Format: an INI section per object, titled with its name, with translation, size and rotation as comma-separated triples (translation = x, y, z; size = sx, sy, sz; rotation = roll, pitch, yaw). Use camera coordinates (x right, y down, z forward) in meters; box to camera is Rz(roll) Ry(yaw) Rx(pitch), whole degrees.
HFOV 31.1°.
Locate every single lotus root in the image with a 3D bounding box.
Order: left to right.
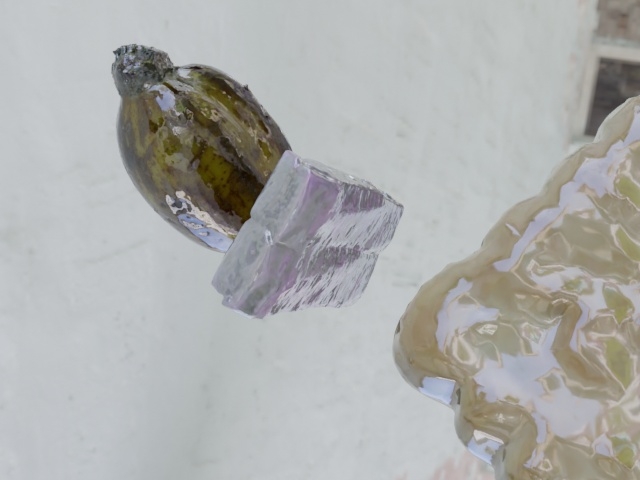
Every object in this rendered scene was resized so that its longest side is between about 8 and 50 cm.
[lotus root]
translation = -0.093, -0.067, 0.901
size = 0.209, 0.120, 0.120
rotation = 50, -137, -22

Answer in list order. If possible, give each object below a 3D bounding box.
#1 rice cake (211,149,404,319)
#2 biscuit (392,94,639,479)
[rice cake]
translation = 0.001, -0.002, 0.836
size = 0.106, 0.050, 0.298
rotation = -60, -12, 6
[biscuit]
translation = 0.184, 0.071, 0.261
size = 0.217, 0.325, 0.044
rotation = -42, -26, 4
